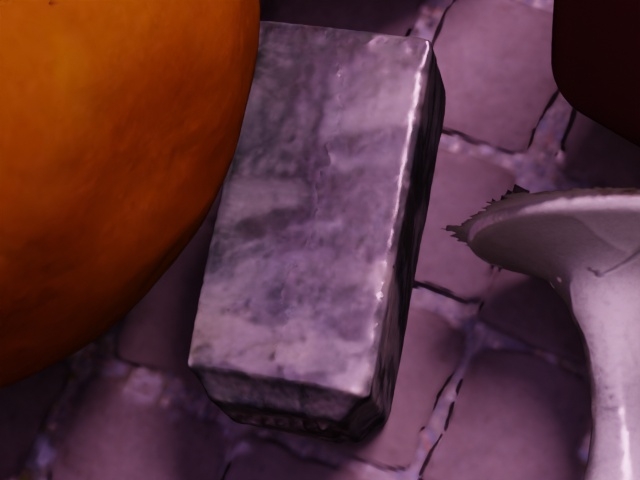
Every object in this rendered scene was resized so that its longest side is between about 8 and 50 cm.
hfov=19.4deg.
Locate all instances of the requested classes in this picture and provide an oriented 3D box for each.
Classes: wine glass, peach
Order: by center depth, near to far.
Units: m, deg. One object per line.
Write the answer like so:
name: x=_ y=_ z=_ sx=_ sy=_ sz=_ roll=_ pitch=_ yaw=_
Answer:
wine glass: x=0.124 y=0.138 z=0.797 sx=0.143 sy=0.143 sz=0.321 roll=0 pitch=77 yaw=8
peach: x=-0.201 y=-0.083 z=0.810 sx=0.343 sy=0.343 sz=0.301 roll=48 pitch=126 yaw=17

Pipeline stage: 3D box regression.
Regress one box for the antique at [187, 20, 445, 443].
antique: x=0.000 y=0.000 z=0.877 sx=0.086 sy=0.088 sz=0.183 roll=8 pitch=76 yaw=11

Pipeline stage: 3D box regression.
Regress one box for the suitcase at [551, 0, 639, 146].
suitcase: x=0.231 y=-0.176 z=0.791 sx=0.161 sy=0.236 sz=0.297 roll=27 pitch=57 yaw=21
